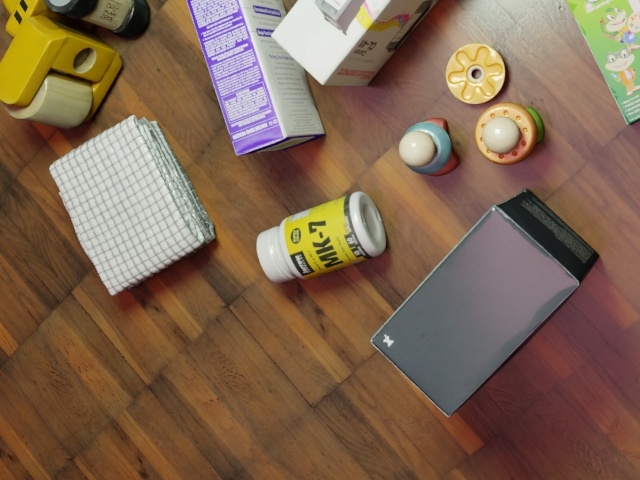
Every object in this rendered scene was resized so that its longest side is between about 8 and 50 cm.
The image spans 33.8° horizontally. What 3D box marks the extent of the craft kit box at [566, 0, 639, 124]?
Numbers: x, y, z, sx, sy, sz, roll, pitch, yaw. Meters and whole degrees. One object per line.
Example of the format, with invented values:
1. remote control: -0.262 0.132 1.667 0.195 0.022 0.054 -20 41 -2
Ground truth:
1. craft kit box: 0.545 -0.346 1.654 0.249 0.061 0.247 -27 84 21

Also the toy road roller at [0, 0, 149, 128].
1. toy road roller: -0.504 -0.398 1.972 0.240 0.202 0.330 36 103 26

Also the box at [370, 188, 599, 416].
1. box: 0.271 0.092 1.684 0.183 0.294 0.296 44 110 10

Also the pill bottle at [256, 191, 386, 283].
1. pill bottle: 0.000 0.000 1.869 0.208 0.119 0.119 -20 90 22

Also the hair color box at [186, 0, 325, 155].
1. hair color box: -0.118 -0.326 1.836 0.110 0.185 0.339 -16 90 23

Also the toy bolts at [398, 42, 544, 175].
1. toy bolts: 0.225 -0.202 1.735 0.228 0.158 0.218 -24 88 22

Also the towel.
1. towel: -0.357 -0.070 1.998 0.235 0.121 0.284 -28 88 23

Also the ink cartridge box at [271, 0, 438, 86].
1. ink cartridge box: 0.093 -0.406 1.725 0.131 0.226 0.306 44 110 12
